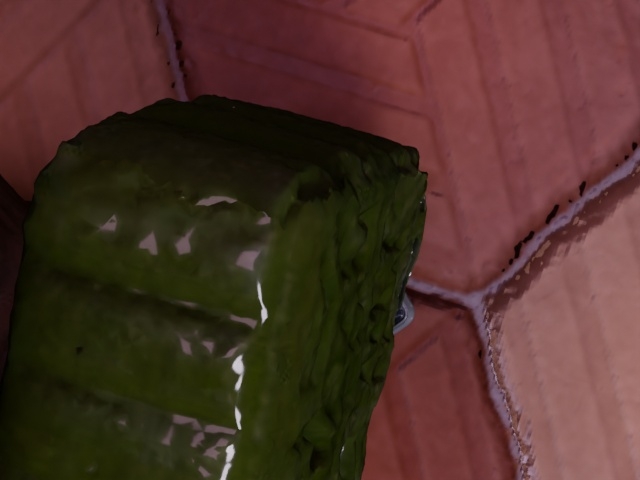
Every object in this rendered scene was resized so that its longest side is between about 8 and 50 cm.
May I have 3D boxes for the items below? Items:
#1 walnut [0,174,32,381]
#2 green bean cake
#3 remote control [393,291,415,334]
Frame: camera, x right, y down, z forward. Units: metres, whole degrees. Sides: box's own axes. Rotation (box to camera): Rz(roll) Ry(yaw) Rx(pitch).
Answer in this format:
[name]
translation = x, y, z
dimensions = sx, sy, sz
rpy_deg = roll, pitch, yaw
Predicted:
[walnut]
translation = -0.207, 0.056, 0.611
dimensions = 0.224, 0.224, 0.224
rpy_deg = 1, 94, 12
[green bean cake]
translation = -0.042, 0.065, 0.543
dimensions = 0.125, 0.222, 0.248
rpy_deg = 17, 101, 13
[remote control]
translation = 0.000, 0.000, 0.649
dimensions = 0.053, 0.018, 0.124
rpy_deg = -30, 88, 14
